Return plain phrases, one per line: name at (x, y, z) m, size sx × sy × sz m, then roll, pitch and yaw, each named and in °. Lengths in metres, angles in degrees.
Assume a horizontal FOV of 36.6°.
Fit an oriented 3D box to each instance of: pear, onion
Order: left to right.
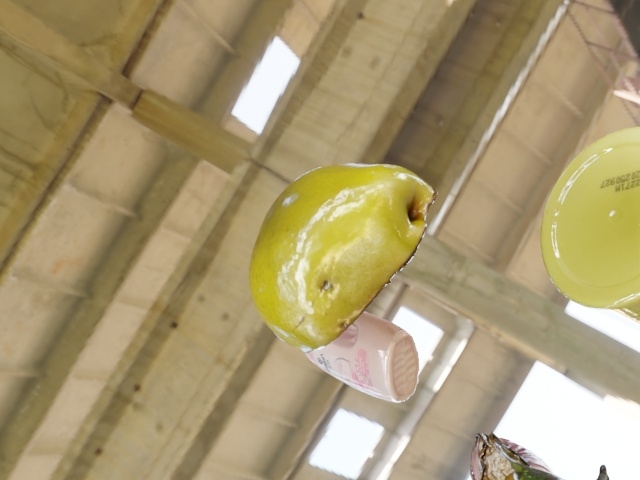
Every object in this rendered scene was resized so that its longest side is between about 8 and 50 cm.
pear at (0.000, 0.000, 1.628) m, size 0.386 × 0.191 × 0.340 m, roll -45°, pitch 17°, yaw 40°
onion at (0.438, 0.537, 2.115) m, size 0.111 × 0.247 × 0.250 m, roll -17°, pitch -61°, yaw -25°

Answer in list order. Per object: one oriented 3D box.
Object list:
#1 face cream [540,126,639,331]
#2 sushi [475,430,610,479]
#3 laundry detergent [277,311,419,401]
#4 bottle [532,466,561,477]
face cream at (0.394, -0.002, 1.121) m, size 0.179 × 0.218 × 0.218 m, roll 21°, pitch -83°, yaw -34°
sushi at (0.280, 0.321, 1.075) m, size 0.149 × 0.287 × 0.140 m, roll 11°, pitch -72°, yaw -22°
laundry detergent at (0.037, 0.188, 1.801) m, size 0.088 × 0.335 × 0.159 m, roll -19°, pitch -66°, yaw -38°
bottle at (0.401, 0.526, 1.828) m, size 0.069 × 0.069 × 0.187 m, roll 38°, pitch -114°, yaw -54°
